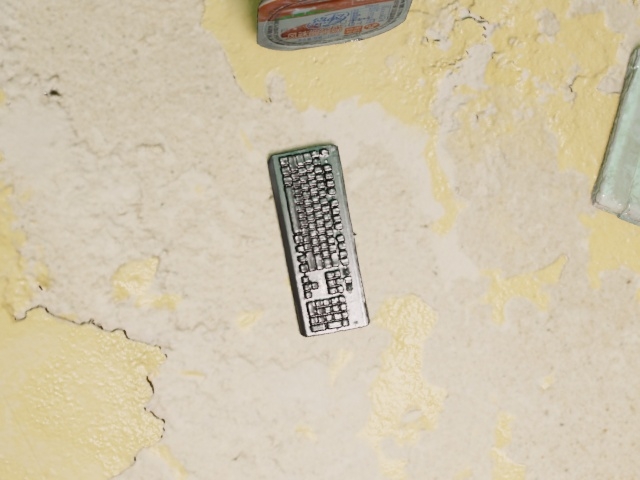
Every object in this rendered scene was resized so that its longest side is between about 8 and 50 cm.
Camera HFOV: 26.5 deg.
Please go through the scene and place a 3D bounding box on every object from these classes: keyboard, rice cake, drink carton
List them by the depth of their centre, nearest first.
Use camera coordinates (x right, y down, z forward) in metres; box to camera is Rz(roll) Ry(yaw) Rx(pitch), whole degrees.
[{"bbox_3d":[-0.006,-0.341,1.606,0.186,0.191,0.189,-14,80,-4],"label":"drink carton"},{"bbox_3d":[0.000,0.000,1.663,0.094,0.025,0.230,-11,89,-5],"label":"keyboard"},{"bbox_3d":[0.418,-0.123,1.710,0.124,0.038,0.211,21,86,-5],"label":"rice cake"}]
